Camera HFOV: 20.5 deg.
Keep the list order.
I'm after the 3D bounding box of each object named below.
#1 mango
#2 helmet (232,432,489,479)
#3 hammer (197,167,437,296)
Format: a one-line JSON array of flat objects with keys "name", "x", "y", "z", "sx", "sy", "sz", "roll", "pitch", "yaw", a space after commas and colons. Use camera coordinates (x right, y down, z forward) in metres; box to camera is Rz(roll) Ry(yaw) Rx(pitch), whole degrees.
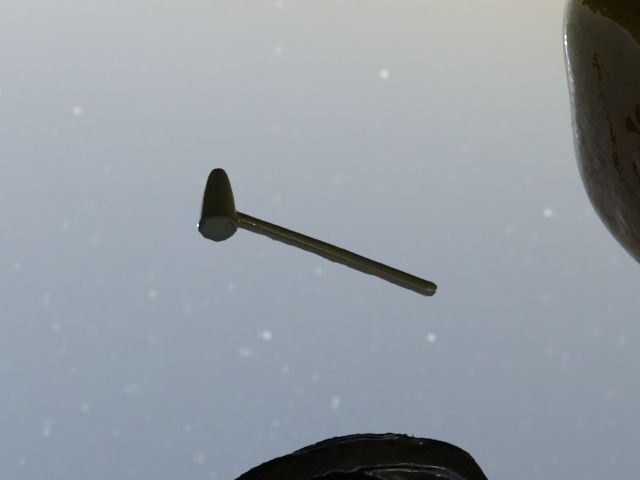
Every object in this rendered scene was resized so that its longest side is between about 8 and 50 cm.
[{"name": "mango", "x": 0.259, "y": -0.086, "z": 1.308, "sx": 0.167, "sy": 0.262, "sz": 0.130, "roll": 8, "pitch": -143, "yaw": 47}, {"name": "helmet", "x": -0.004, "y": 0.241, "z": 1.110, "sx": 0.253, "sy": 0.154, "sz": 0.198, "roll": -10, "pitch": -117, "yaw": -34}, {"name": "hammer", "x": 0.000, "y": 0.000, "z": 1.329, "sx": 0.195, "sy": 0.028, "sz": 0.060, "roll": 21, "pitch": -137, "yaw": -18}]
